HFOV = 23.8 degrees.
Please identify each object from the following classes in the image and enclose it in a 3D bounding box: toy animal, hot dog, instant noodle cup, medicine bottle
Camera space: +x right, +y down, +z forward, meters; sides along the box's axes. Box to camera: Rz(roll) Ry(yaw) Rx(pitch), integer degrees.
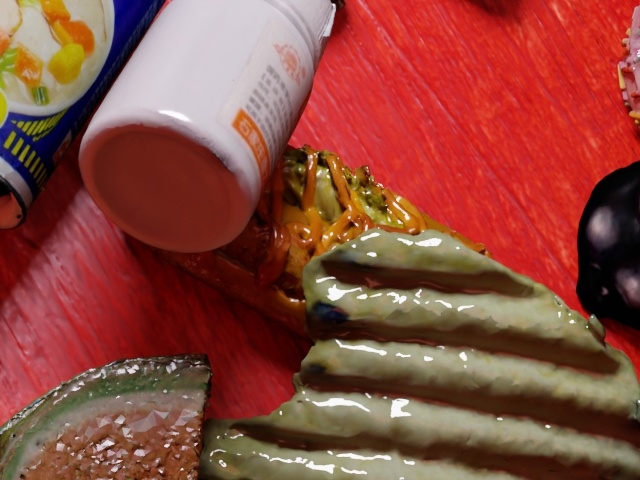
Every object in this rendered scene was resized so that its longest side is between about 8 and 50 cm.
[{"bbox_3d":[0.354,-0.016,1.381,0.165,0.235,0.187,-35,84,-35],"label":"toy animal"},{"bbox_3d":[0.000,0.000,1.300,0.349,0.117,0.158,30,61,-6],"label":"hot dog"},{"bbox_3d":[-0.258,-0.189,1.210,0.284,0.284,0.312,26,70,-9],"label":"instant noodle cup"},{"bbox_3d":[-0.082,-0.119,1.196,0.144,0.144,0.252,28,47,-8],"label":"medicine bottle"}]

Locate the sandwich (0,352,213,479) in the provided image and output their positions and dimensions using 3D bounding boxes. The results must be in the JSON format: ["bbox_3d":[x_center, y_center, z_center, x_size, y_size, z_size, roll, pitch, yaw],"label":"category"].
[{"bbox_3d":[-0.178,0.174,1.166,0.235,0.079,0.159,-12,69,-15],"label":"sandwich"}]

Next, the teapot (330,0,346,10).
[{"bbox_3d":[0.000,-0.247,1.432,0.068,0.076,0.121,49,31,-7],"label":"teapot"}]

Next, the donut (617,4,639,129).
[{"bbox_3d":[0.402,-0.179,1.544,0.233,0.085,0.199,0,69,-20],"label":"donut"}]

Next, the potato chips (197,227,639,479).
[{"bbox_3d":[0.101,0.207,1.240,0.389,0.097,0.373,32,87,-8],"label":"potato chips"}]
